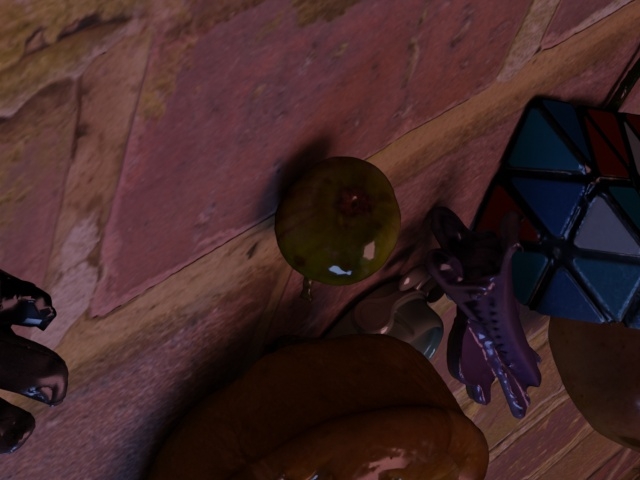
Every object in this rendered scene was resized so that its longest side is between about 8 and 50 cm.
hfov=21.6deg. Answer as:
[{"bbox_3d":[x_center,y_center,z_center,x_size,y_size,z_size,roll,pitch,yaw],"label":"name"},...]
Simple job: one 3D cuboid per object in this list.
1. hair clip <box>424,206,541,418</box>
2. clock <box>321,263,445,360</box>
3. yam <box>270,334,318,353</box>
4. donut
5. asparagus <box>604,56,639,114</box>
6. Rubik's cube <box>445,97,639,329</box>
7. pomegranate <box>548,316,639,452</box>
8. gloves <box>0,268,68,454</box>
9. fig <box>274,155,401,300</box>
[{"bbox_3d":[0.153,0.057,1.543,0.278,0.090,0.137,75,24,-52],"label":"hair clip"},{"bbox_3d":[0.051,0.105,1.543,0.191,0.062,0.151,-51,161,6],"label":"clock"},{"bbox_3d":[-0.029,0.116,1.421,0.043,0.043,0.094,-32,154,-39],"label":"yam"},{"bbox_3d":[-0.011,0.218,1.396,0.317,0.150,0.299,-36,146,13],"label":"donut"},{"bbox_3d":[0.309,-0.169,1.636,0.022,0.023,0.233,-95,-154,-49],"label":"asparagus"},{"bbox_3d":[0.266,-0.083,1.623,0.234,0.284,0.250,-49,131,-40],"label":"Rubik's cube"},{"bbox_3d":[0.432,0.093,1.943,0.338,0.338,0.338,-41,160,-19],"label":"pomegranate"},{"bbox_3d":[-0.243,0.068,0.771,0.285,0.119,0.142,-12,153,-38],"label":"gloves"},{"bbox_3d":[-0.008,0.005,1.218,0.093,0.093,0.166,-29,172,-43],"label":"fig"}]
